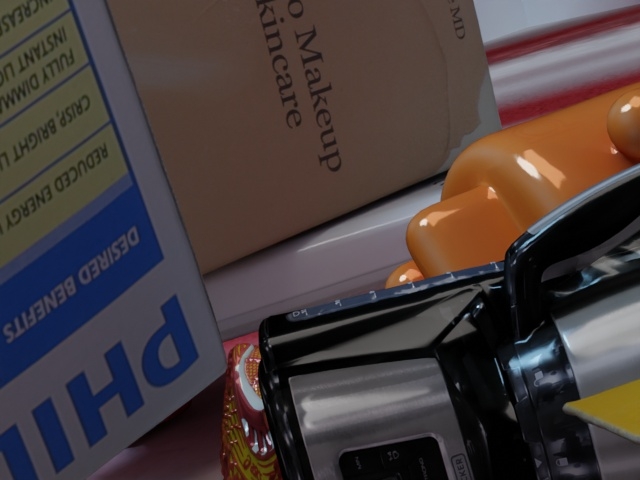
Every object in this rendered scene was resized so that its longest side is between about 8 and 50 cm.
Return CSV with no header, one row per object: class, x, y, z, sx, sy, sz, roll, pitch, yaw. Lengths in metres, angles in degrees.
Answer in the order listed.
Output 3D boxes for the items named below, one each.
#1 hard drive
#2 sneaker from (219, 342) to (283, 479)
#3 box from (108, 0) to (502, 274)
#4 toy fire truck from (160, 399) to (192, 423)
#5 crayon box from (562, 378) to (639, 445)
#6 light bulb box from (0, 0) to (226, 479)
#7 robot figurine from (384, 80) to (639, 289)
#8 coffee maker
hard drive,0.000,0.000,0.966,0.307,0.040,0.203,-18,9,-13
sneaker,-0.002,0.081,0.745,0.067,0.064,0.175,2,7,-19
box,-0.057,-0.069,0.900,0.121,0.148,0.311,-5,15,45
toy fire truck,-0.121,0.073,1.018,0.135,0.047,0.192,-24,11,-41
crayon box,0.246,0.039,0.410,0.323,0.083,0.203,-17,8,-12
light bulb box,-0.264,-0.036,0.523,0.358,0.361,0.225,-37,38,-30
robot figurine,0.138,-0.002,0.735,0.219,0.158,0.128,-20,25,-23
coffee maker,0.076,0.059,0.577,0.178,0.120,0.171,-15,-16,1
